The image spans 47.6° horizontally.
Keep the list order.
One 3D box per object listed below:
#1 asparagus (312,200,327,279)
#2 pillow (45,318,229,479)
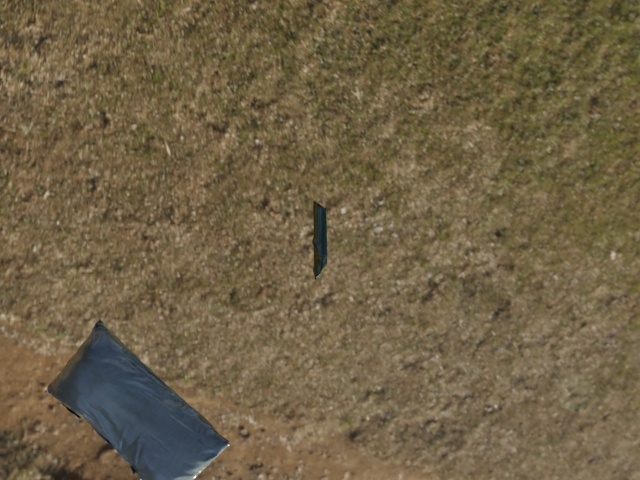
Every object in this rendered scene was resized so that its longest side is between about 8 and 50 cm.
[{"bbox_3d":[-0.001,0.000,0.983,0.021,0.025,0.108,0,83,4],"label":"asparagus"},{"bbox_3d":[-0.236,0.224,0.926,0.229,0.050,0.148,42,111,-4],"label":"pillow"}]
